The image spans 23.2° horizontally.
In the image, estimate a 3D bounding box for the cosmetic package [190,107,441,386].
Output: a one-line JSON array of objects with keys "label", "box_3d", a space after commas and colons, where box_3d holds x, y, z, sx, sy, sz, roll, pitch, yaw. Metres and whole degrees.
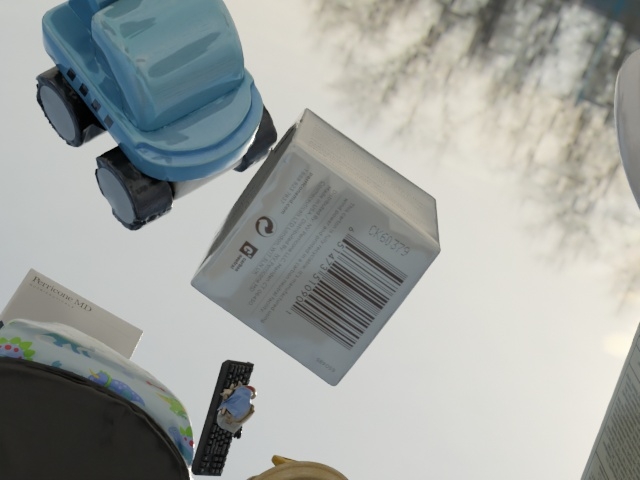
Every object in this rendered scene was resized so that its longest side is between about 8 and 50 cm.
[{"label": "cosmetic package", "box_3d": [0.000, 0.000, 1.335, 0.151, 0.151, 0.183, 36, -168, -6]}]

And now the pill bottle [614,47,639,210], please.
[{"label": "pill bottle", "box_3d": [0.489, -0.125, 1.385, 0.408, 0.229, 0.229, -18, 177, 31]}]

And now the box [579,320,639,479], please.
[{"label": "box", "box_3d": [0.275, 0.235, 1.230, 0.121, 0.311, 0.148, 11, -156, -12]}]

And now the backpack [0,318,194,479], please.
[{"label": "backpack", "box_3d": [-0.262, 0.205, 1.581, 0.290, 0.273, 0.355, 25, 160, -2]}]

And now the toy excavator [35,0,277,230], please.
[{"label": "toy excavator", "box_3d": [-0.227, -0.300, 1.878, 0.222, 0.445, 0.433, -30, -111, -24]}]

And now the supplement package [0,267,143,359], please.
[{"label": "supplement package", "box_3d": [-0.374, 0.212, 1.972, 0.177, 0.175, 0.293, 30, -143, -7]}]

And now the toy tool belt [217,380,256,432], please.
[{"label": "toy tool belt", "box_3d": [-0.117, 0.228, 2.216, 0.052, 0.051, 0.083, 18, -129, 21]}]

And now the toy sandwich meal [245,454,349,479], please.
[{"label": "toy sandwich meal", "box_3d": [-0.013, 0.153, 0.849, 0.085, 0.085, 0.029, 14, -168, -19]}]

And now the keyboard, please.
[{"label": "keyboard", "box_3d": [-0.140, 0.270, 2.368, 0.023, 0.180, 0.108, 18, -179, 27]}]
